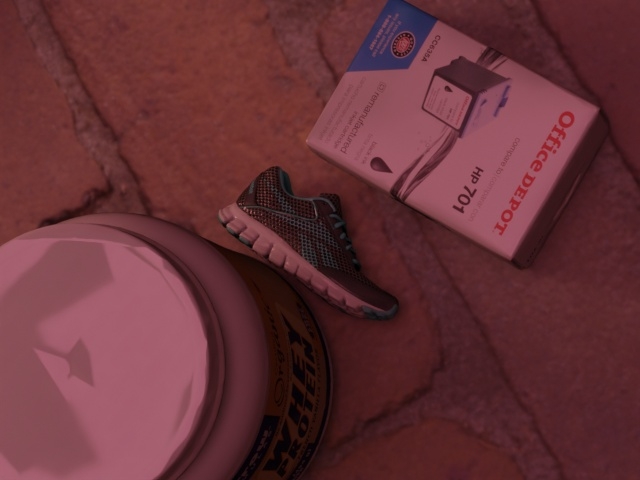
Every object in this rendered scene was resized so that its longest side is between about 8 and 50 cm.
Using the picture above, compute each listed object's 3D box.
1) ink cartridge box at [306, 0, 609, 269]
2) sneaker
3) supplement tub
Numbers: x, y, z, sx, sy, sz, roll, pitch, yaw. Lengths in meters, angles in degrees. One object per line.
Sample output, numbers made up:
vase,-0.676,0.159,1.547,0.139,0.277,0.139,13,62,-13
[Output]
ink cartridge box,0.108,-0.083,1.466,0.191,0.082,0.139,30,91,16
sneaker,0.000,0.000,1.492,0.166,0.065,0.076,35,87,13
supplement tub,-0.129,0.102,1.376,0.228,0.316,0.228,-2,83,13
